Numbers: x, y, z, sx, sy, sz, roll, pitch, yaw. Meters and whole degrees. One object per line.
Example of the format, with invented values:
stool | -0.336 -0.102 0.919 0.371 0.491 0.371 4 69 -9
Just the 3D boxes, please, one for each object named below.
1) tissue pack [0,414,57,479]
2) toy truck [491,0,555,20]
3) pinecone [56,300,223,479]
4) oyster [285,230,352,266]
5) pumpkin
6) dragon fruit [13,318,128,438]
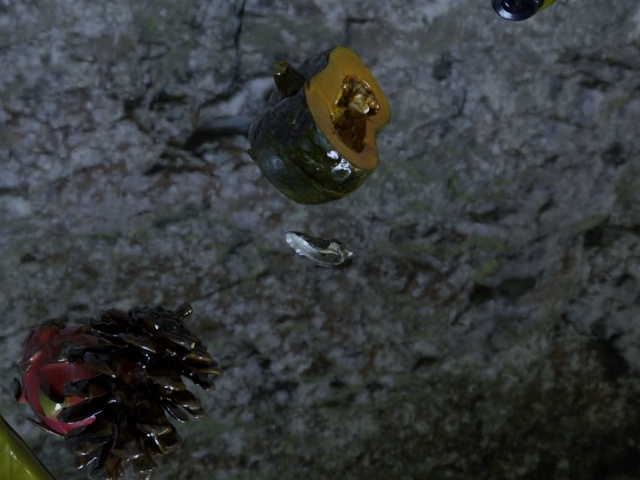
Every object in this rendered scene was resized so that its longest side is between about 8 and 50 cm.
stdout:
tissue pack | -0.384 0.270 0.734 0.253 0.417 0.264 -18 -158 43
toy truck | 0.315 -0.417 1.175 0.165 0.147 0.224 2 150 21
pinecone | -0.292 0.228 1.320 0.244 0.309 0.244 21 173 3
oyster | 0.000 0.000 1.173 0.083 0.038 0.080 38 151 -13
pumpkin | -0.006 -0.201 1.372 0.222 0.139 0.317 44 -144 -16
dragon fruit | -0.434 0.249 1.535 0.227 0.224 0.224 32 -174 -24
